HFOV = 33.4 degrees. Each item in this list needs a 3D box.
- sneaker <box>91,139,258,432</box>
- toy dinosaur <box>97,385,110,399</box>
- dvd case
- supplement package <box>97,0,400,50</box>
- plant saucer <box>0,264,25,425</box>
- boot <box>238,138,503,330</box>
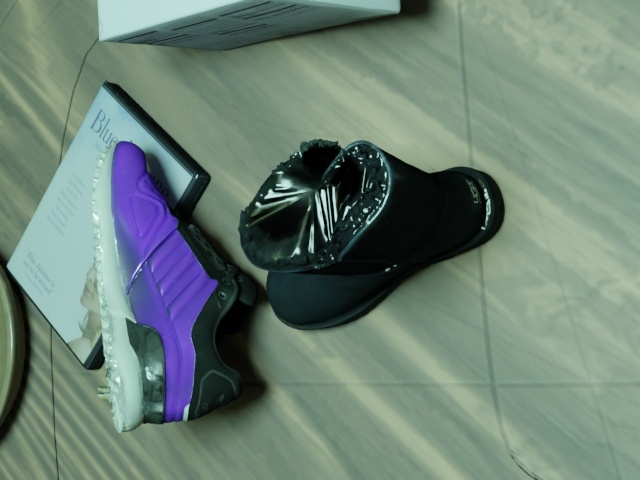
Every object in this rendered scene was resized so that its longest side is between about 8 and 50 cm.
[{"bbox_3d":[-0.134,0.036,0.997,0.102,0.146,0.293,107,154,-58],"label":"sneaker"},{"bbox_3d":[-0.148,0.121,1.048,0.183,0.053,0.093,-10,97,38],"label":"toy dinosaur"},{"bbox_3d":[-0.232,-0.016,1.127,0.180,0.022,0.253,44,111,31],"label":"dvd case"},{"bbox_3d":[-0.070,-0.281,0.903,0.262,0.145,0.204,2,94,52],"label":"supplement package"},{"bbox_3d":[-0.432,0.123,1.247,0.277,0.041,0.278,-3,85,38],"label":"plant saucer"},{"bbox_3d":[0.000,0.000,0.841,0.246,0.207,0.094,-27,71,32],"label":"boot"}]
